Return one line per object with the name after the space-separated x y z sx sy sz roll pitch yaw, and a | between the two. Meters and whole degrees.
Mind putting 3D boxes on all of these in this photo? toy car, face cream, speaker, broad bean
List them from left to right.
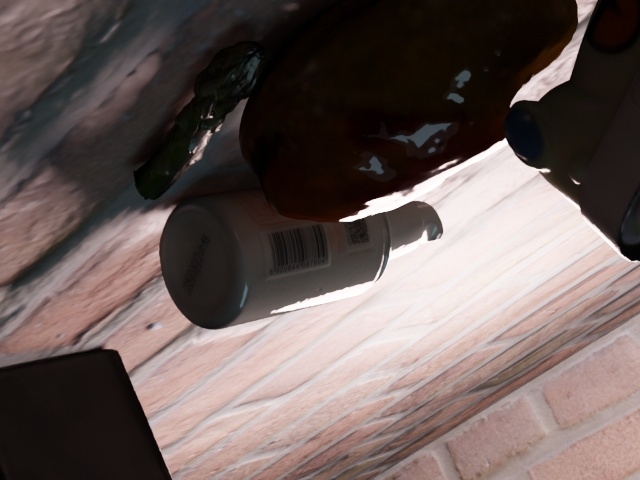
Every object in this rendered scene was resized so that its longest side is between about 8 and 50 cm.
-0.265 0.263 1.238 0.184 0.232 0.254 -6 153 -47 | speaker
0.000 0.000 1.078 0.252 0.101 0.101 -11 157 -44 | face cream
0.057 -0.092 0.852 0.229 0.122 0.156 -25 162 7 | broad bean
0.269 -0.149 0.805 0.336 0.226 0.242 -8 136 -34 | toy car

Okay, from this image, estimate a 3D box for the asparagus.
-0.075 -0.076 0.855 0.036 0.030 0.165 -3 154 -31 | asparagus
